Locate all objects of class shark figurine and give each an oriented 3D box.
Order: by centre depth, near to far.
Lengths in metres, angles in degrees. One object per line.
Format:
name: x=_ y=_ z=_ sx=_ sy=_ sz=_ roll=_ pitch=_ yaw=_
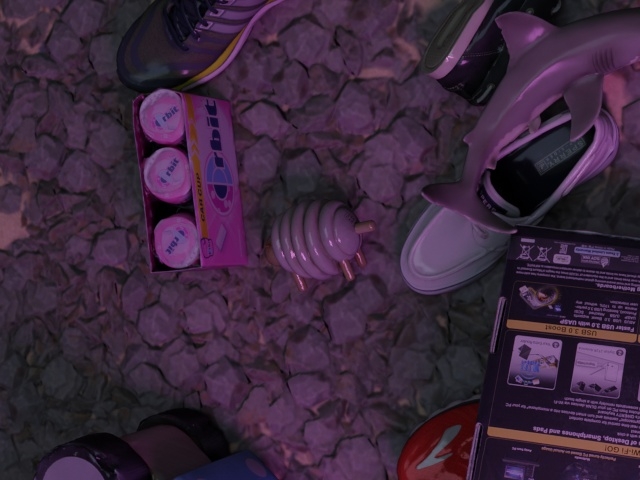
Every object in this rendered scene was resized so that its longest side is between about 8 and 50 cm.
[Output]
shark figurine: x=0.178 y=-0.140 z=1.241 sx=0.278 sy=0.116 sz=0.166 roll=-44 pitch=32 yaw=-2

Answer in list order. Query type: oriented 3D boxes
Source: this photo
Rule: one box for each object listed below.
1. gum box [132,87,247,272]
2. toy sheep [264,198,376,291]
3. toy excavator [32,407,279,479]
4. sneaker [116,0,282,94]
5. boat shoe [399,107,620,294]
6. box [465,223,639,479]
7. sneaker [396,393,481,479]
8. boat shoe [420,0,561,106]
gum box: x=-0.134 y=-0.063 z=1.430 sx=0.062 sy=0.107 sz=0.188 roll=-8 pitch=87 yaw=22
toy sheep: x=0.000 y=0.000 z=1.388 sx=0.132 sy=0.091 sz=0.091 roll=-15 pitch=84 yaw=27
toy excavator: x=-0.065 y=0.343 z=1.342 sx=0.445 sy=0.222 sz=0.433 roll=43 pitch=107 yaw=15
sneaker: x=-0.105 y=-0.260 z=1.409 sx=0.300 sy=0.121 sz=0.111 roll=-39 pitch=76 yaw=18
boat shoe: x=0.168 y=-0.042 z=1.318 sx=0.258 sy=0.084 sz=0.095 roll=-44 pitch=75 yaw=16
box: x=0.329 y=0.162 z=1.147 sx=0.395 sy=0.097 sz=0.318 roll=6 pitch=64 yaw=15
sneaker: x=0.193 y=0.192 z=1.290 sx=0.279 sy=0.118 sz=0.107 roll=-14 pitch=84 yaw=22
boat shoe: x=0.193 y=-0.237 z=1.324 sx=0.079 sy=0.084 sz=0.233 roll=33 pitch=97 yaw=-18
